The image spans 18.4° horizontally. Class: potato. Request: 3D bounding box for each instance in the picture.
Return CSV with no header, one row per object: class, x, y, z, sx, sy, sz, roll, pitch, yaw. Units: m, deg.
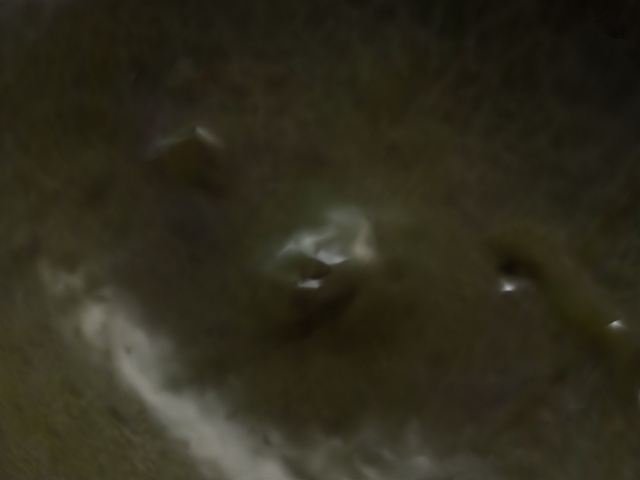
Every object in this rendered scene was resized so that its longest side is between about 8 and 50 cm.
potato,0.000,-0.010,0.394,0.160,0.178,0.235,-32,-103,-36
